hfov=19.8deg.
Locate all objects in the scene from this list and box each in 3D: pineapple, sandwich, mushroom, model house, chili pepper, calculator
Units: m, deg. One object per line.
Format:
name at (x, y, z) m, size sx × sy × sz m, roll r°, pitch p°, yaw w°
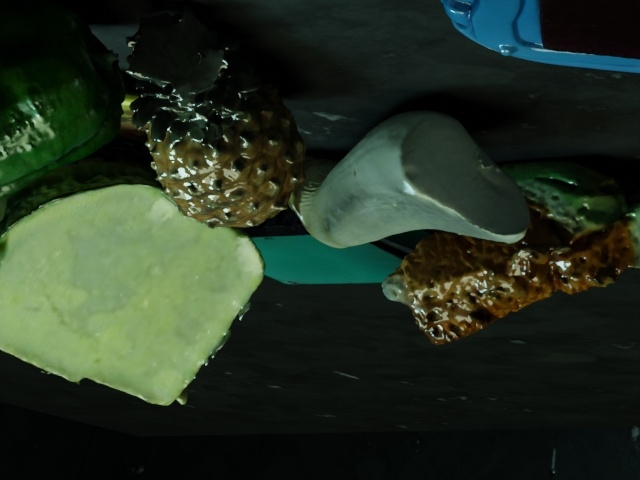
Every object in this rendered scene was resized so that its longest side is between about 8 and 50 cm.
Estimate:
pineapple at (-0.105, -0.126, 1.718) m, size 0.158 × 0.157 × 0.278 m, roll 3°, pitch 153°, yaw 14°
sandwich at (0.207, 0.000, 1.975) m, size 0.301 × 0.162 × 0.250 m, roll -21°, pitch -176°, yaw -11°
mushroom at (0.076, -0.045, 1.897) m, size 0.122 × 0.159 × 0.329 m, roll -28°, pitch -173°, yaw -27°
model house at (-0.251, -0.008, 2.065) m, size 0.321 × 0.261 × 0.266 m, roll 25°, pitch -160°, yaw -32°
chili pepper at (-0.363, -0.106, 1.633) m, size 0.385 × 0.213 × 0.167 m, roll -21°, pitch 134°, yaw 7°
calculator at (0.000, 0.000, 2.274) m, size 0.274 × 0.058 × 0.248 m, roll -4°, pitch 161°, yaw 38°

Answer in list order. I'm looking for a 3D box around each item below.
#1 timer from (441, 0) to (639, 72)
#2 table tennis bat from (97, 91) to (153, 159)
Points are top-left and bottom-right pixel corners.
timer at (0.223, -0.209, 1.255) m, size 0.309 × 0.115 × 0.340 m, roll 7°, pitch 165°, yaw 11°
table tennis bat at (-0.245, -0.133, 1.889) m, size 0.369 × 0.054 × 0.224 m, roll 16°, pitch 165°, yaw -43°
